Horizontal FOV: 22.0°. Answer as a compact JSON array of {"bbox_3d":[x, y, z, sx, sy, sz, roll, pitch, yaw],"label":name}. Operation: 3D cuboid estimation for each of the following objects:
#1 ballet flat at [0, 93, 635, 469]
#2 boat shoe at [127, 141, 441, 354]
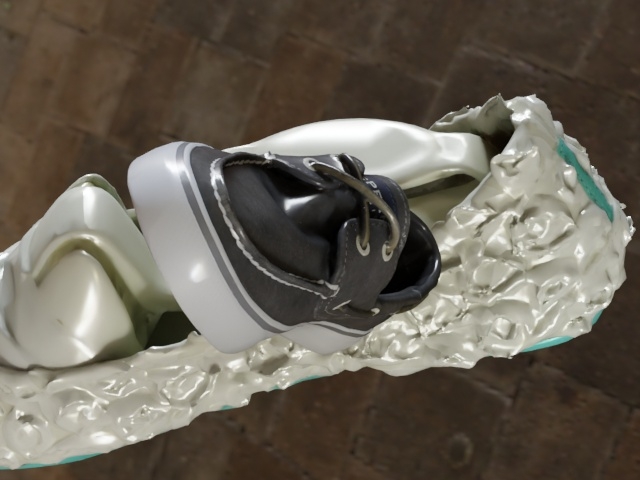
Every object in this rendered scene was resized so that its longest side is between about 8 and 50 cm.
[{"bbox_3d":[-0.054,0.009,0.824,0.409,0.147,0.147,-14,61,15],"label":"ballet flat"},{"bbox_3d":[0.000,0.000,0.628,0.076,0.228,0.080,-26,72,11],"label":"boat shoe"}]
